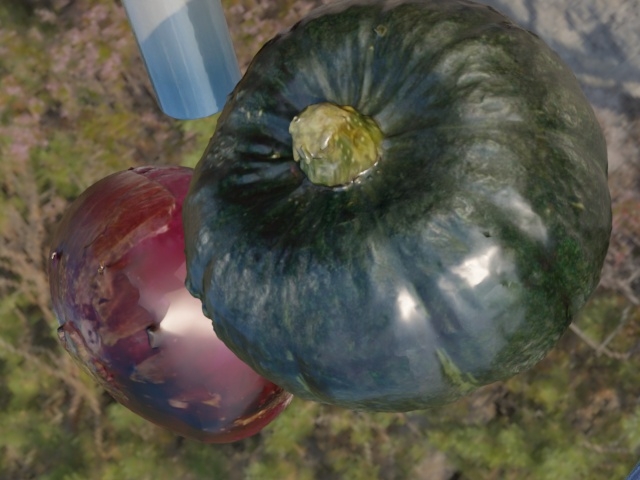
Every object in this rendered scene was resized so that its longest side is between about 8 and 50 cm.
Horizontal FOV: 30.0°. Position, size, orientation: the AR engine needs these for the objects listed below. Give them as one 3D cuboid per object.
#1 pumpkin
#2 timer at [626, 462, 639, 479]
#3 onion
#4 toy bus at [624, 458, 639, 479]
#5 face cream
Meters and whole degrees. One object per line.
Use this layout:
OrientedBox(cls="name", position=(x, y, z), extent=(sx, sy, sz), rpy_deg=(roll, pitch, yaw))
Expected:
OrientedBox(cls="pumpkin", position=(0.032, -0.022, 0.569), extent=(0.212, 0.211, 0.152), rpy_deg=(27, 157, 33))
OrientedBox(cls="timer", position=(0.401, 0.233, 1.010), extent=(0.173, 0.395, 0.395), rpy_deg=(-116, 15, -45))
OrientedBox(cls="onion", position=(-0.120, 0.042, 1.419), extent=(0.348, 0.385, 0.347), rpy_deg=(45, 160, 22))
OrientedBox(cls="toy bus", position=(0.459, 0.367, 1.521), extent=(0.091, 0.261, 0.109), rpy_deg=(21, 111, -10))
OrientedBox(cls="face cream", position=(-0.124, -0.213, 0.916), extent=(0.077, 0.077, 0.250), rpy_deg=(24, 143, 36))
